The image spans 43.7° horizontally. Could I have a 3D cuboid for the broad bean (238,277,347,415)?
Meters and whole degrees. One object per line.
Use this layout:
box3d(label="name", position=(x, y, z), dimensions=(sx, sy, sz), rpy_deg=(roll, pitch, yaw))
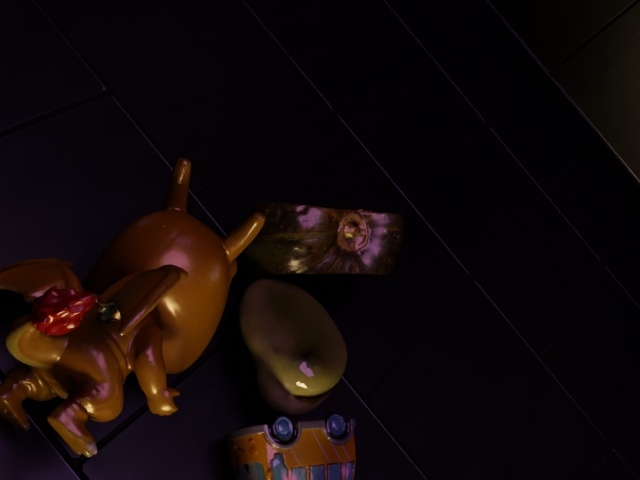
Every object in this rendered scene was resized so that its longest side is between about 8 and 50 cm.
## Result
box3d(label="broad bean", position=(-0.043, 0.163, 1.345), dimensions=(0.189, 0.121, 0.263), rpy_deg=(9, 46, -31))

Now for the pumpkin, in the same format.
box3d(label="pumpkin", position=(0.000, 0.000, 1.489), dimensions=(0.317, 0.222, 0.139), rpy_deg=(-1, 90, -38))

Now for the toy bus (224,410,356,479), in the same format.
box3d(label="toy bus", position=(-0.043, 0.349, 1.261), dimensions=(0.209, 0.126, 0.136), rpy_deg=(7, 66, -36))

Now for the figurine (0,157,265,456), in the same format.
box3d(label="figurine", position=(-0.261, 0.095, 1.108), dimensions=(0.387, 0.401, 0.268), rpy_deg=(-47, 115, -41))

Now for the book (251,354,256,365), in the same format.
box3d(label="book", position=(-0.088, 0.162, 1.425), dimensions=(0.103, 0.017, 0.135), rpy_deg=(12, 55, -35))
